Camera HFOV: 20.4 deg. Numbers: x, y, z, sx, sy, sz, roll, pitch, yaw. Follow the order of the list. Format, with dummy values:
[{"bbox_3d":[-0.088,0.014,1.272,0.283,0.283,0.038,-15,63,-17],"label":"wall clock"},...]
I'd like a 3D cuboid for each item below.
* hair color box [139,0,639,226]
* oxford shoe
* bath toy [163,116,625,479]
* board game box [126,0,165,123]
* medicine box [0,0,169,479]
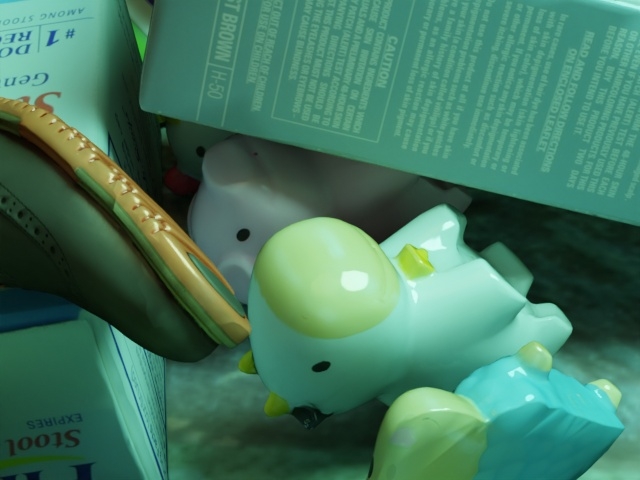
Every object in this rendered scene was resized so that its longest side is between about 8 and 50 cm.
[{"bbox_3d":[0.120,-0.108,0.841,0.374,0.113,0.185,13,35,-1],"label":"hair color box"},{"bbox_3d":[-0.137,-0.006,0.712,0.271,0.097,0.098,30,77,39],"label":"oxford shoe"},{"bbox_3d":[0.000,0.000,0.860,0.129,0.151,0.348,-46,42,15],"label":"bath toy"},{"bbox_3d":[-0.026,-0.139,1.071,0.259,0.039,0.124,-18,42,-3],"label":"board game box"},{"bbox_3d":[-0.218,0.003,0.878,0.263,0.149,0.289,-9,43,2],"label":"medicine box"}]
